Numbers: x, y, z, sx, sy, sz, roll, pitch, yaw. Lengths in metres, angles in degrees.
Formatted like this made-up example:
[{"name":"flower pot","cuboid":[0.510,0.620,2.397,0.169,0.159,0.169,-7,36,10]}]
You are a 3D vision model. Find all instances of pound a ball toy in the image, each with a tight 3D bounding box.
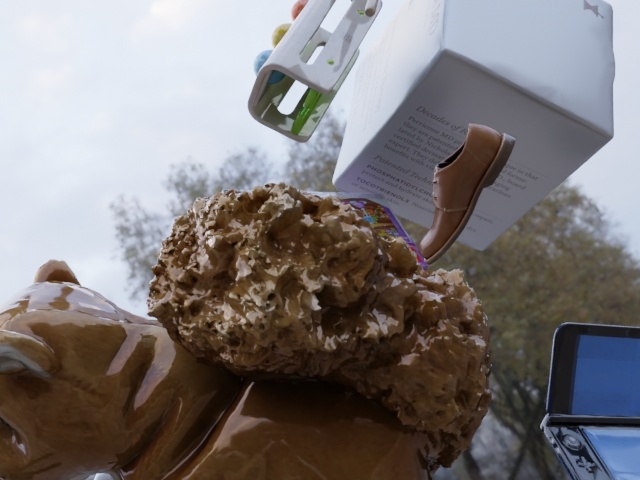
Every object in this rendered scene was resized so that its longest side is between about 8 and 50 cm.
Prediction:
[{"name":"pound a ball toy","cuboid":[0.005,-0.339,1.590,0.319,0.136,0.208,-63,1,-41]}]

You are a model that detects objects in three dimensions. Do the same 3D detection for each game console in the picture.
[{"name":"game console","cuboid":[0.531,0.284,1.661,0.293,0.250,0.173,5,-57,-21]}]

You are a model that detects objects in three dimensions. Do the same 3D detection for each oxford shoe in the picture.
[{"name":"oxford shoe","cuboid":[0.177,-0.064,1.353,0.076,0.076,0.212,-77,12,-67]}]

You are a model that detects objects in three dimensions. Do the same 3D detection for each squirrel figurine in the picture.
[{"name":"squirrel figurine","cuboid":[-0.079,0.112,0.807,0.397,0.370,0.281,-57,4,20]}]

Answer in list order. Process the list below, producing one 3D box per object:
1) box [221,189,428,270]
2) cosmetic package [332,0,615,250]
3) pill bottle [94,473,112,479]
[{"name":"box","cuboid":[0.000,0.000,1.608,0.293,0.201,0.057,0,-53,-24]},{"name":"cosmetic package","cuboid":[0.268,-0.254,1.778,0.327,0.329,0.393,23,-38,-15]},{"name":"pill bottle","cuboid":[-0.211,0.305,1.402,0.117,0.117,0.215,-42,1,34]}]
